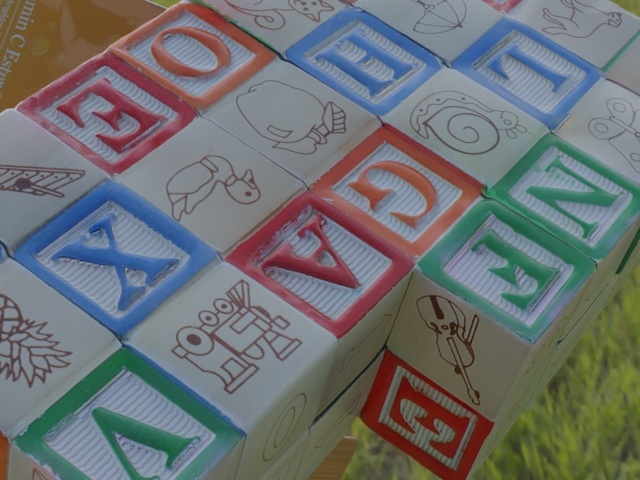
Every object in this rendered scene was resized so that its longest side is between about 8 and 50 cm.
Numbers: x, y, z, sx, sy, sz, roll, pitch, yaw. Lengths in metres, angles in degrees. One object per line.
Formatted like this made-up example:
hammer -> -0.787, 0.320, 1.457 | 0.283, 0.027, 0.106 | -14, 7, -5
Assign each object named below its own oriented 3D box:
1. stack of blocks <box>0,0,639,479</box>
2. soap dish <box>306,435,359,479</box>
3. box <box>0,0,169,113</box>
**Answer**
stack of blocks -> 0.000, 0.000, 0.448 | 0.171, 0.087, 0.297 | 34, 48, 17
soap dish -> -0.155, 0.148, 0.897 | 0.291, 0.118, 0.229 | 9, -10, -31
box -> -0.218, -0.129, 1.347 | 0.345, 0.215, 0.168 | 20, -9, -9
